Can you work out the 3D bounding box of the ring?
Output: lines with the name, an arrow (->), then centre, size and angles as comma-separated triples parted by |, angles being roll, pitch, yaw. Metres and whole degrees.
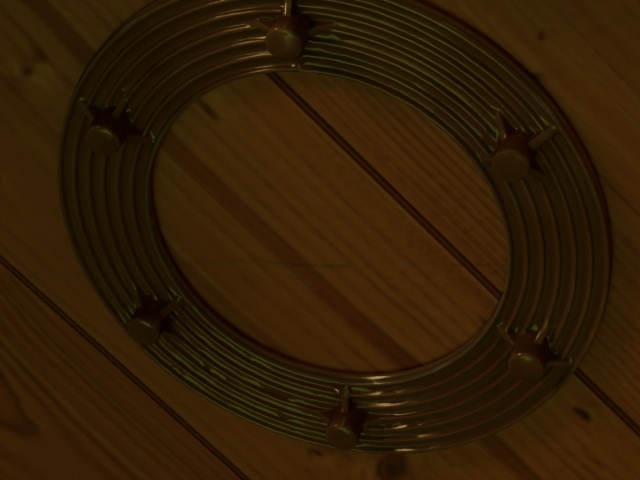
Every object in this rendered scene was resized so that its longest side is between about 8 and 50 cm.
ring -> 0.000, 0.000, 1.082 | 0.336, 0.032, 0.336 | 10, 129, 13
